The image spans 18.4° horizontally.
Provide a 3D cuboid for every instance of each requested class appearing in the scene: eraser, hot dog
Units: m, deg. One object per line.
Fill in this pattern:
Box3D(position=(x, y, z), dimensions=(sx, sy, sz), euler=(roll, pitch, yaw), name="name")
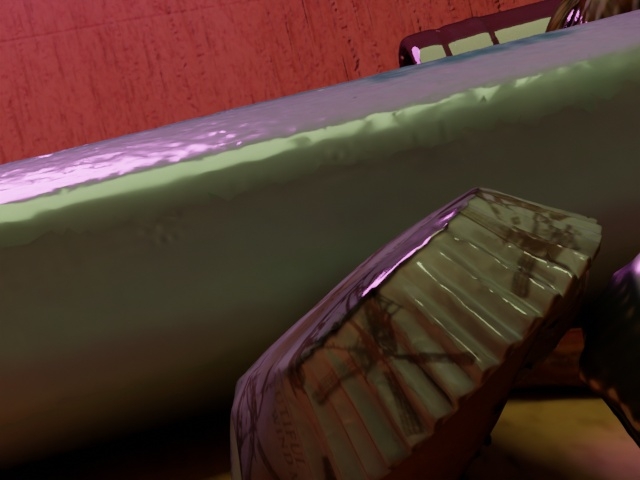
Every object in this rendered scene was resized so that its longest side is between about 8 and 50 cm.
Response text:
Box3D(position=(0.000, 0.000, 0.680), dimensions=(0.290, 0.104, 0.189), euler=(-15, -7, -13), name="eraser")
Box3D(position=(0.021, 0.031, 0.486), dimensions=(0.099, 0.053, 0.192), euler=(-46, 2, -13), name="hot dog")

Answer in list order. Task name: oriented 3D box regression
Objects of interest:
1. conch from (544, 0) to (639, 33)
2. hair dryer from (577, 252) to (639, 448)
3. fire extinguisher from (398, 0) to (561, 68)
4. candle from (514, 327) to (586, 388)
Box3D(position=(0.189, -0.078, 0.916), dimensions=(0.181, 0.124, 0.187), euler=(-5, 28, -35), name="conch")
Box3D(position=(0.183, -0.058, 0.395), dimensions=(0.362, 0.128, 0.203), euler=(-41, 36, 20), name="hair dryer")
Box3D(position=(0.229, -0.118, 1.299), dimensions=(0.344, 0.102, 0.138), euler=(-14, -28, -5), name="fire extinguisher")
Box3D(position=(0.096, 0.032, 0.561), dimensions=(0.026, 0.021, 0.167), euler=(-20, 8, -40), name="candle")
